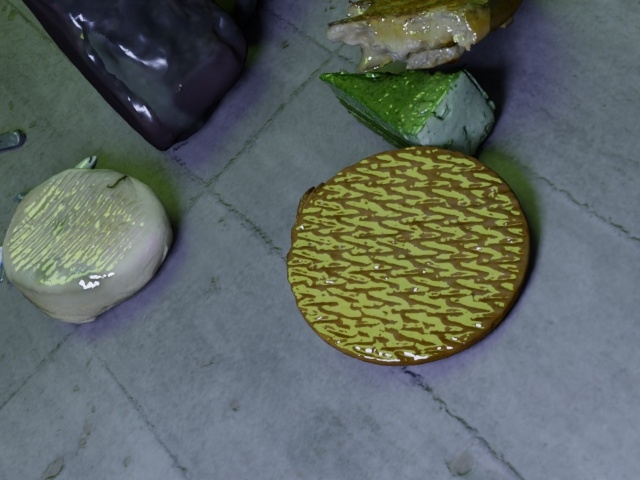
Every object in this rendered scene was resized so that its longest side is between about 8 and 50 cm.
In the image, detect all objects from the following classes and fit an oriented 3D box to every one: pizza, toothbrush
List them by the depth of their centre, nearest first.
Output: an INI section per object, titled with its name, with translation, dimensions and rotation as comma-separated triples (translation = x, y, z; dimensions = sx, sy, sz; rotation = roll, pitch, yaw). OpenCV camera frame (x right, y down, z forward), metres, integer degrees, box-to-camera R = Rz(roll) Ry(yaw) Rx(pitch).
[pizza]
translation = 0.128, -0.250, 1.626
dimensions = 0.223, 0.089, 0.323
rotation = -13, 16, 16
[toothbrush]
translation = -0.587, -0.142, 2.307
dimensions = 0.297, 0.031, 0.030
rotation = -10, 76, 34

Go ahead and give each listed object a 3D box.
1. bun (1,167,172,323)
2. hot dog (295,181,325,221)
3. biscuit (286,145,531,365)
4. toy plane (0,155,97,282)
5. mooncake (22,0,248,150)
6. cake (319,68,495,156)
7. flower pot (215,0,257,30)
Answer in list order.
[bun]
translation = -0.302, 0.011, 1.847
dimensions = 0.237, 0.116, 0.210
rotation = 16, 64, 32
[hot dog]
translation = 0.002, -0.001, 1.613
dimensions = 0.065, 0.099, 0.147
rotation = -3, 47, -6
[biscuit]
translation = 0.092, 0.016, 1.495
dimensions = 0.262, 0.037, 0.262
rotation = -7, 62, 14
[toy plane]
translation = -0.392, -0.035, 2.013
dimensions = 0.226, 0.058, 0.226
rotation = -39, 36, 3
[mooncake]
translation = -0.279, -0.327, 1.917
dimensions = 0.212, 0.381, 0.351
rotation = -43, 41, -12
[cake]
translation = 0.080, -0.138, 1.646
dimensions = 0.235, 0.100, 0.099
rotation = 9, 63, 45
[flower pot]
translation = -0.148, -0.512, 2.019
dimensions = 0.251, 0.379, 0.379
rotation = -38, 34, -24
